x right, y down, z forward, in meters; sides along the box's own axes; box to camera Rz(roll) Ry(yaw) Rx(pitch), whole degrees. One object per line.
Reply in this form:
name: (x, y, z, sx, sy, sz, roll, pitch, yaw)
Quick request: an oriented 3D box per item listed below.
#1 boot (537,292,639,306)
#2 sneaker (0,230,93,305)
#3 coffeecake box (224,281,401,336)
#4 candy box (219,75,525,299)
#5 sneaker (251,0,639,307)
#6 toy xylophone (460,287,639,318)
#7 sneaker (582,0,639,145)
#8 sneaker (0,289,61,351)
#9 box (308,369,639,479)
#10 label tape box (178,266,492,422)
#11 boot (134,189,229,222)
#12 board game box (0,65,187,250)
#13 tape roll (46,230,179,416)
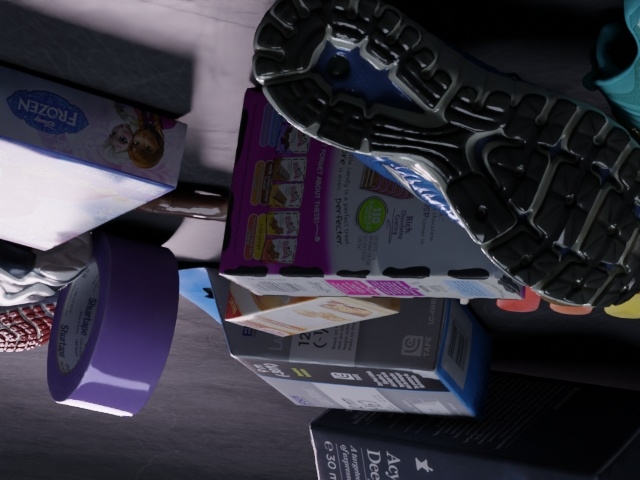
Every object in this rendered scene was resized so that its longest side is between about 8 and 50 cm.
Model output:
boot: (0.323, -0.006, 1.381, 0.295, 0.104, 0.211, 1, -163, 37)
sneaker: (-0.366, 0.017, 1.936, 0.235, 0.094, 0.153, 2, 158, -15)
coffeecake box: (0.000, 0.000, 1.599, 0.068, 0.142, 0.185, 18, 161, -29)
candy box: (0.047, -0.038, 1.411, 0.233, 0.159, 0.071, 1, 164, 28)
sneaker: (0.104, -0.075, 1.268, 0.330, 0.129, 0.147, 34, -171, -8)
toy xylophone: (0.277, 0.017, 1.631, 0.323, 0.081, 0.236, 5, 164, 12)
sneaker: (0.233, -0.109, 1.234, 0.110, 0.107, 0.275, 26, 161, 8)
sneaker: (-0.412, 0.082, 2.239, 0.225, 0.092, 0.088, -6, 145, -4)
box: (0.219, 0.333, 2.209, 0.396, 0.293, 0.212, 5, -156, 34)
label tape box: (0.001, 0.118, 2.079, 0.348, 0.115, 0.249, 1, 163, 17)
boot: (-0.135, -0.039, 1.725, 0.114, 0.037, 0.106, 11, 177, 0)
board game box: (-0.327, -0.084, 1.611, 0.319, 0.065, 0.318, 16, 163, -25)
tape roll: (-0.222, 0.089, 1.944, 0.080, 0.189, 0.189, 14, 163, -24)
